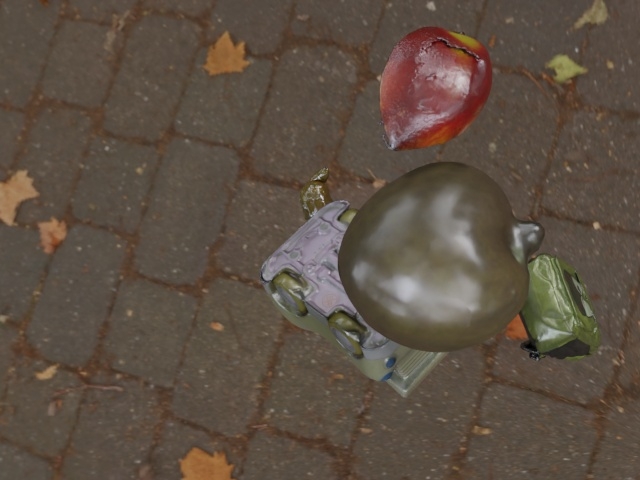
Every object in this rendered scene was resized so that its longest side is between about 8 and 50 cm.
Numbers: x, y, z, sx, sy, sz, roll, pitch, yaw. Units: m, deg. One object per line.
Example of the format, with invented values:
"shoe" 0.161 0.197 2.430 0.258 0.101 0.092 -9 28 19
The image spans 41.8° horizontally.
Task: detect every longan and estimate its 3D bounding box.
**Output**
"longan" 0.176 0.024 1.225 0.301 0.243 0.300 -4 64 8

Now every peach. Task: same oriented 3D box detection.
"peach" 0.196 -0.262 1.407 0.189 0.068 0.279 36 67 -6

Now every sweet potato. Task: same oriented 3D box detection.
"sweet potato" 0.003 -0.001 1.799 0.124 0.098 0.309 14 106 20

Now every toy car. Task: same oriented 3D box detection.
"toy car" 0.081 0.111 1.603 0.242 0.226 0.336 -44 49 -16

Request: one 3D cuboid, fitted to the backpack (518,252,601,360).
"backpack" 0.456 0.140 1.625 0.140 0.253 0.206 -25 62 25
